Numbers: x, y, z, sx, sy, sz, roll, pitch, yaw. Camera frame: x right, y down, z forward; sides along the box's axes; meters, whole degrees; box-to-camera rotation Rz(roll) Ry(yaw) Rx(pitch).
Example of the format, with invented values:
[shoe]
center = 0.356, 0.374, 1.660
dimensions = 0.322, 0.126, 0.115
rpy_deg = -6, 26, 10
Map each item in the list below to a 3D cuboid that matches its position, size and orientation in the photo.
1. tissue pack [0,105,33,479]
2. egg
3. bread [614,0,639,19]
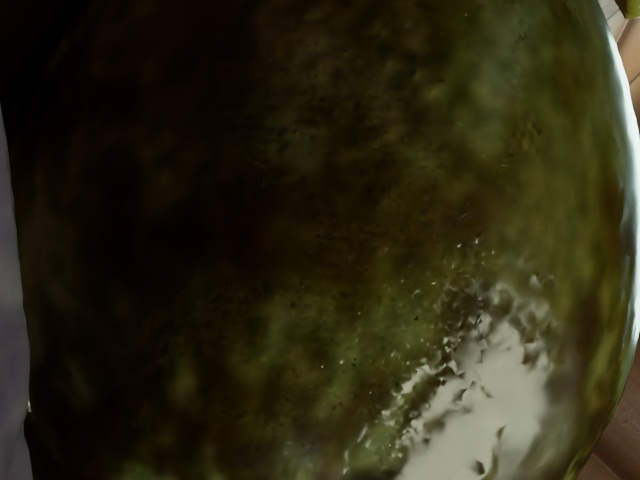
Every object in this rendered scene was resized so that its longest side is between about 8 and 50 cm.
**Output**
[tissue pack]
center = -0.196, 0.102, 0.256
dimensions = 0.344, 0.125, 0.242
rpy_deg = -35, 133, -49
[egg]
center = 0.000, 0.000, 0.550
dimensions = 0.238, 0.238, 0.289
rpy_deg = -34, 153, -48
[bread]
center = 0.237, -0.231, 1.017
dimensions = 0.088, 0.049, 0.226
rpy_deg = -22, 156, -3
